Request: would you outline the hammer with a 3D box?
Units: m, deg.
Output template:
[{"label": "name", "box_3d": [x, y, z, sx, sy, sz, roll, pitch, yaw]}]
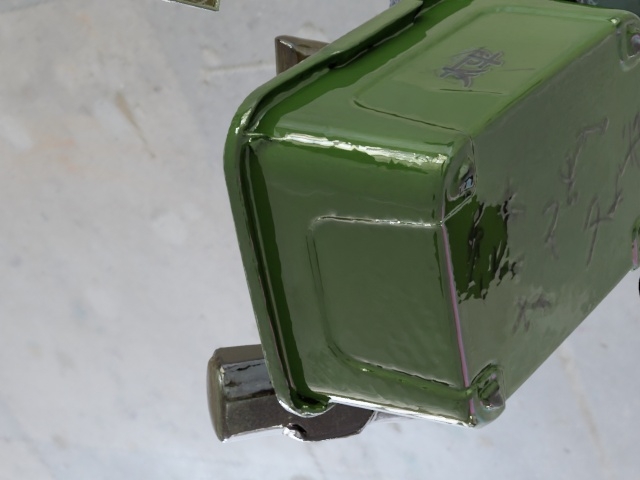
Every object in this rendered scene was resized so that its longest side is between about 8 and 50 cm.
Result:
[{"label": "hammer", "box_3d": [0.000, 0.000, 1.225, 0.095, 0.242, 0.408, -134, 40, -70]}]

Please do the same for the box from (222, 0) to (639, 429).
[{"label": "box", "box_3d": [0.104, -0.029, 0.882, 0.178, 0.329, 0.252, 15, 128, 38]}]

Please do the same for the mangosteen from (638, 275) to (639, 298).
[{"label": "mangosteen", "box_3d": [0.245, 0.033, 0.803, 0.081, 0.081, 0.081, 21, 136, 22]}]

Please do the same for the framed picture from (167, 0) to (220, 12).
[{"label": "framed picture", "box_3d": [-0.133, -0.252, 1.158, 0.089, 0.066, 0.007, 10, 171, -16]}]

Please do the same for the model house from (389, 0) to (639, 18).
[{"label": "model house", "box_3d": [0.191, -0.239, 1.144, 0.295, 0.251, 0.329, -13, 135, 28]}]
